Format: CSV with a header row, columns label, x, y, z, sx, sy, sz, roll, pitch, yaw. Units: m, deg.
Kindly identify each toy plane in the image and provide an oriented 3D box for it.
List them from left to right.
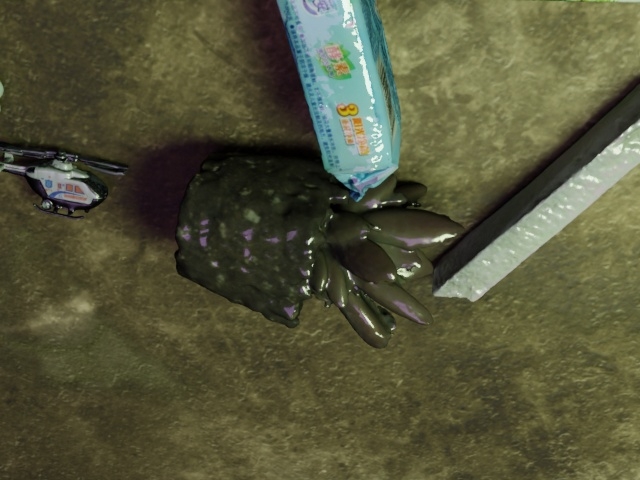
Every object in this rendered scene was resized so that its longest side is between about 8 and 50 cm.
label,x,y,z,sx,sy,sz,roll,pitch,yaw
toy plane,-0.344,-0.081,1.004,0.197,0.053,0.078,14,115,-4

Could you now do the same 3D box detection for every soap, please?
label,x,y,z,sx,sy,sz,roll,pitch,yaw
soap,0.024,-0.192,0.824,0.077,0.156,0.293,-9,120,15

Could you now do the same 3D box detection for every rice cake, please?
label,x,y,z,sx,sy,sz,roll,pitch,yaw
rice cake,0.270,-0.047,0.937,0.056,0.073,0.365,34,120,-18

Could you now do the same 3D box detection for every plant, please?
label,x,y,z,sx,sy,sz,roll,pitch,yaw
plant,0.000,0.000,0.948,0.320,0.194,0.182,16,135,1

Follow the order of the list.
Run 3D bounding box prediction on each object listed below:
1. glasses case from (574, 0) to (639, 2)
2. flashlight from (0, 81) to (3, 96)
label,x,y,z,sx,sy,sz,roll,pitch,yaw
glasses case,0.289,-0.288,0.788,0.272,0.062,0.095,4,129,5
flashlight,-0.448,-0.220,0.925,0.093,0.047,0.200,-17,120,17
